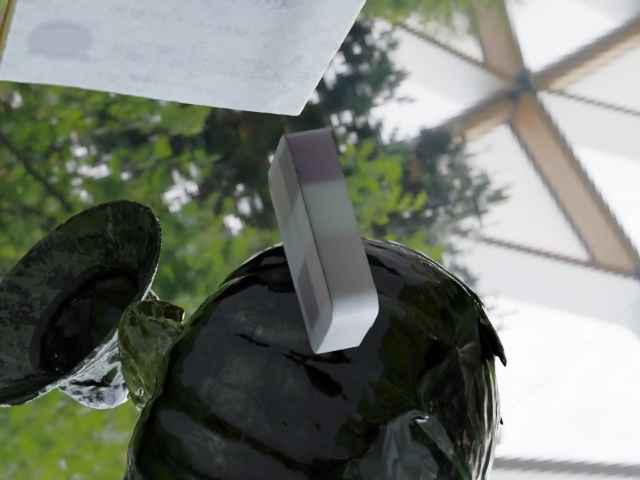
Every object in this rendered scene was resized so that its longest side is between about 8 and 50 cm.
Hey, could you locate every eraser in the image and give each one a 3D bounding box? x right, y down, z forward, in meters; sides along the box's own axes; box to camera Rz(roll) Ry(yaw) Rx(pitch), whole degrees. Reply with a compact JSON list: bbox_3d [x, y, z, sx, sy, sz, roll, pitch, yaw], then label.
[{"bbox_3d":[0.000,0.000,0.746,0.026,0.105,0.065,-10,160,-13],"label":"eraser"}]

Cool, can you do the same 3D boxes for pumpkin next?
[{"bbox_3d":[-0.030,0.123,0.928,0.295,0.296,0.296,-15,-165,4],"label":"pumpkin"}]

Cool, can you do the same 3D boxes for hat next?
[{"bbox_3d":[-0.228,0.093,1.486,0.265,0.128,0.266,-27,-144,22],"label":"hat"}]

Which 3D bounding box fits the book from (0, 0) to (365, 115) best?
[{"bbox_3d":[-0.079,-0.222,1.069,0.268,0.032,0.389,5,147,-19],"label":"book"}]
